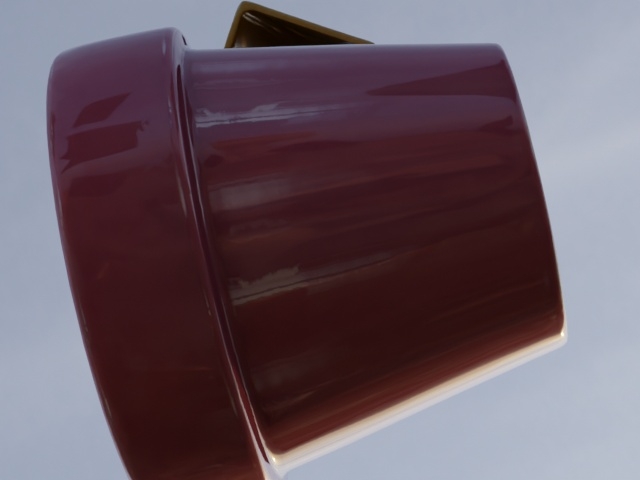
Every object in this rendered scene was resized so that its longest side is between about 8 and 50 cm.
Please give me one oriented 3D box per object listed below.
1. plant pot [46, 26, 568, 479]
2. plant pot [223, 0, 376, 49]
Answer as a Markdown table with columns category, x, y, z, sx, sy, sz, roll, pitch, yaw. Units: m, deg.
| category | x | y | z | sx | sy | sz | roll | pitch | yaw |
| --- | --- | --- | --- | --- | --- | --- | --- | --- | --- |
| plant pot | 0.000 | 0.000 | 0.819 | 0.180 | 0.201 | 0.201 | -13 | -52 | 3 |
| plant pot | -0.008 | -0.077 | 1.081 | 0.081 | 0.083 | 0.081 | 20 | -84 | 15 |
